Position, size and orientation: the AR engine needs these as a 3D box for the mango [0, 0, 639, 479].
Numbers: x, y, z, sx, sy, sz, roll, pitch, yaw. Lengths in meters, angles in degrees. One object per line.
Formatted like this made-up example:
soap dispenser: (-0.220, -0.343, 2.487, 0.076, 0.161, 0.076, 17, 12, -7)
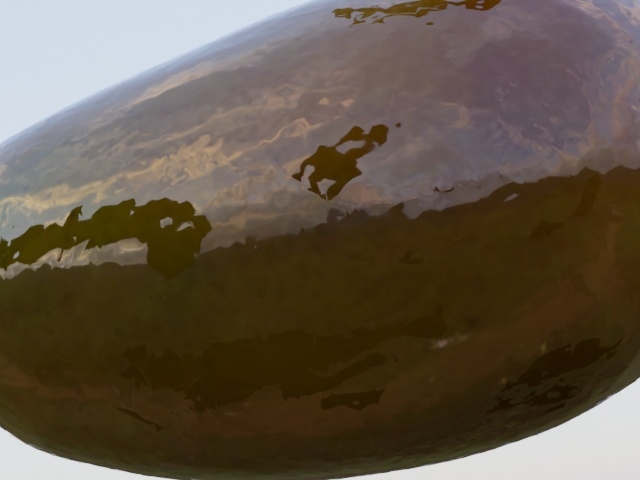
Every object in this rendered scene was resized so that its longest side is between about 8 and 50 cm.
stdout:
mango: (0.004, 0.000, 0.533, 0.255, 0.139, 0.175, -18, 11, -7)
